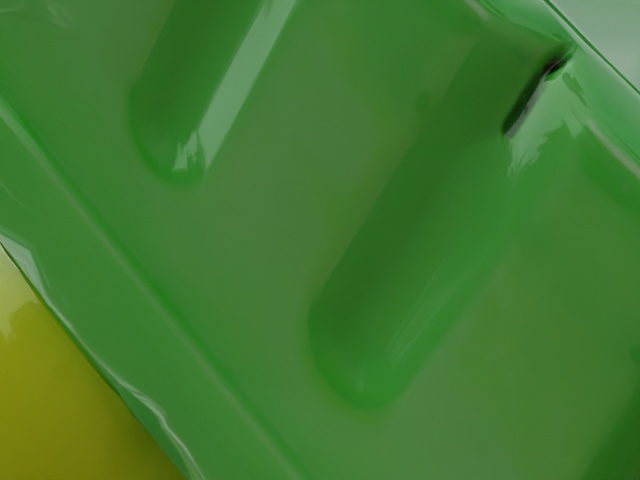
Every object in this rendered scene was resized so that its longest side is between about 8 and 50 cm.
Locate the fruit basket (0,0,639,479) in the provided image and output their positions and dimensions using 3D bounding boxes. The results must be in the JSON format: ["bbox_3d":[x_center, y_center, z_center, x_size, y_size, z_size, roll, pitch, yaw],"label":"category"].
[{"bbox_3d":[0.000,0.000,0.571,0.283,0.392,0.392,-24,-34,-34],"label":"fruit basket"}]
